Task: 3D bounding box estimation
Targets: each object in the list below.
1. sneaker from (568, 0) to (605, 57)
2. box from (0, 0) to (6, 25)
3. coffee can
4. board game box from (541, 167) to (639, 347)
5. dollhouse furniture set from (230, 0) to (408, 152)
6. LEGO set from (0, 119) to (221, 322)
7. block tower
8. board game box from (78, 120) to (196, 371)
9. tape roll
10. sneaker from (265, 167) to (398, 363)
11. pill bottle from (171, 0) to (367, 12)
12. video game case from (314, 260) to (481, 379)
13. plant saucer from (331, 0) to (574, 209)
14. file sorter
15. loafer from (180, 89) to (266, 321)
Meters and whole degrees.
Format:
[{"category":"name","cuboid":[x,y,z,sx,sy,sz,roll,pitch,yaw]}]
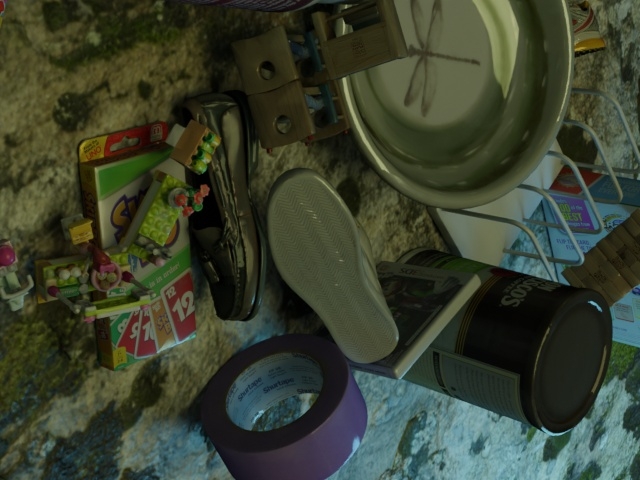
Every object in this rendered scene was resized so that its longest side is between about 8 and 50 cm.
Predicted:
[{"category":"sneaker","cuboid":[0.342,-0.318,1.810,0.225,0.088,0.092,-14,92,-46]},{"category":"box","cuboid":[-0.415,-0.166,0.913,0.279,0.177,0.290,11,94,-51]},{"category":"coffee can","cuboid":[0.236,0.135,1.671,0.201,0.275,0.201,-18,115,-45]},{"category":"board game box","cuboid":[0.503,0.039,1.972,0.064,0.242,0.316,-45,132,-33]},{"category":"dollhouse furniture set","cuboid":[0.022,-0.187,1.343,0.129,0.184,0.129,-22,96,-67]},{"category":"LEGO set","cuboid":[-0.192,-0.002,1.222,0.287,0.107,0.132,-33,121,-21]},{"category":"block tower","cuboid":[0.384,0.095,1.831,0.335,0.091,0.097,-41,171,10]},{"category":"board game box","cuboid":[-0.200,0.005,1.324,0.124,0.039,0.259,-22,115,-43]},{"category":"tape roll","cuboid":[-0.043,0.206,1.445,0.189,0.189,0.080,-46,133,-29]},{"category":"sneaker","cuboid":[0.000,0.000,1.465,0.108,0.169,0.292,-22,127,3]},{"category":"pill bottle","cuboid":[-0.091,-0.344,1.186,0.392,0.224,0.224,-5,106,-47]},{"category":"video game case","cuboid":[0.092,0.100,1.576,0.190,0.173,0.022,-46,123,-29]},{"category":"plant saucer","cuboid":[0.158,-0.242,1.557,0.400,0.100,0.400,-4,98,-33]},{"category":"file sorter","cuboid":[0.329,-0.075,1.784,0.277,0.173,0.193,-54,132,-22]},{"category":"loafer","cuboid":[-0.121,-0.036,1.361,0.084,0.096,0.267,-7,99,-39]}]
